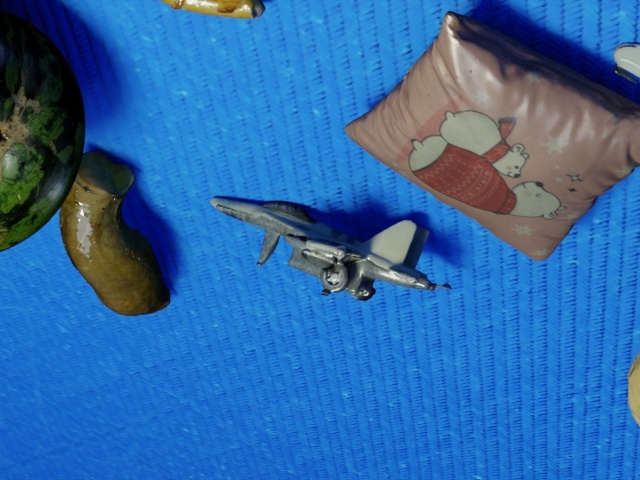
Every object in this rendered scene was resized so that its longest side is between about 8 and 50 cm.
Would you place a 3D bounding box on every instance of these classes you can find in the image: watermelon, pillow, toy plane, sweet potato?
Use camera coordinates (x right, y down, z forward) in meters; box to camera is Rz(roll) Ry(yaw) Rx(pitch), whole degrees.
[{"bbox_3d":[-0.350,-0.108,1.567,0.269,0.269,0.269,16,149,10],"label":"watermelon"},{"bbox_3d":[0.153,-0.086,1.446,0.223,0.084,0.236,28,147,-8],"label":"pillow"},{"bbox_3d":[-0.003,0.011,1.699,0.262,0.088,0.192,10,175,26],"label":"toy plane"},{"bbox_3d":[-0.208,0.013,1.824,0.085,0.112,0.286,12,155,23],"label":"sweet potato"}]

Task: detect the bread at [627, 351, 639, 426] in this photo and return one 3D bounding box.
[{"bbox_3d":[0.406,0.130,1.587,0.244,0.134,0.244,13,147,9],"label":"bread"}]

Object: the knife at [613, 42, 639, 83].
[{"bbox_3d":[0.387,-0.077,1.362,0.336,0.043,0.081,28,143,-7],"label":"knife"}]

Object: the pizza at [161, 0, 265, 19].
[{"bbox_3d":[-0.114,-0.248,1.405,0.184,0.036,0.176,28,149,-12],"label":"pizza"}]
